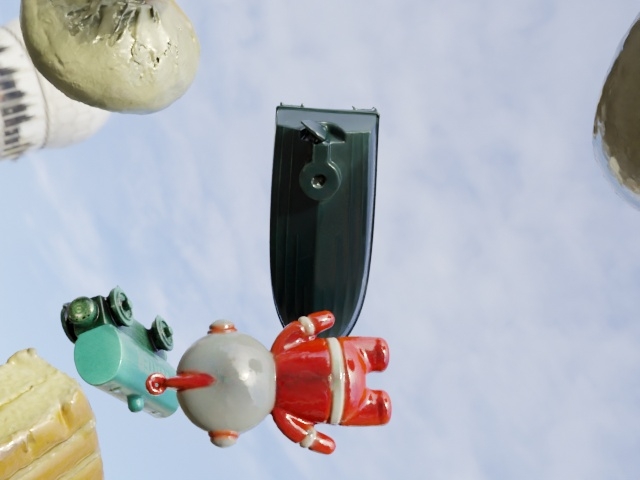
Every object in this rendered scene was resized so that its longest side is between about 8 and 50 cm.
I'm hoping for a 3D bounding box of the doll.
[{"bbox_3d":[-0.048,0.141,0.880,0.076,0.244,0.142,129,-41,-71],"label":"doll"}]

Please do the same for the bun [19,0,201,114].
[{"bbox_3d":[-0.305,-0.325,1.342,0.287,0.287,0.146,56,-42,12],"label":"bun"}]

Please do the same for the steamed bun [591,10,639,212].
[{"bbox_3d":[0.370,-0.128,0.746,0.177,0.283,0.283,41,-43,33],"label":"steamed bun"}]

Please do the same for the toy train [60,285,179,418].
[{"bbox_3d":[-0.267,0.162,1.230,0.248,0.101,0.159,57,12,-62],"label":"toy train"}]

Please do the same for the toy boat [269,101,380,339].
[{"bbox_3d":[0.000,-0.003,0.971,0.114,0.122,0.296,5,-65,5],"label":"toy boat"}]

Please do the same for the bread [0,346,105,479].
[{"bbox_3d":[-0.335,0.256,0.858,0.111,0.246,0.239,29,-46,30],"label":"bread"}]
